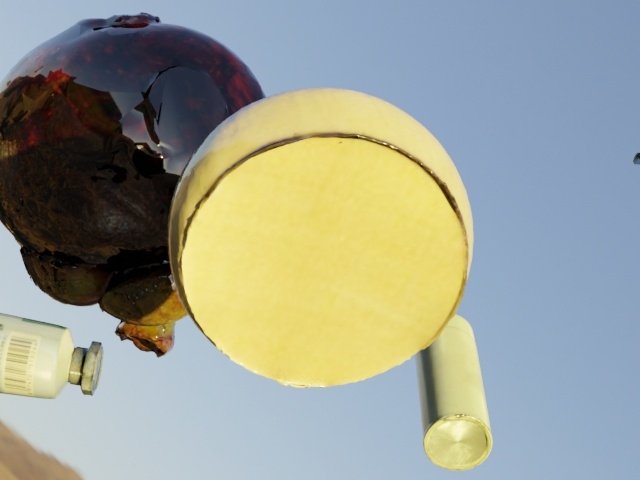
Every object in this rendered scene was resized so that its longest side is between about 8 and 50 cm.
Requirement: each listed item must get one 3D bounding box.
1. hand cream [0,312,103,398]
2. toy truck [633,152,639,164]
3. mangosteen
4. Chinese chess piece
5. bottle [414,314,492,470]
[{"bbox_3d":[-0.311,0.079,1.049,0.271,0.091,0.058,9,11,-1],"label":"hand cream"},{"bbox_3d":[0.351,-0.088,1.323,0.056,0.073,0.090,55,-20,19],"label":"toy truck"},{"bbox_3d":[-0.225,-0.086,1.676,0.421,0.381,0.381,62,-16,11],"label":"mangosteen"},{"bbox_3d":[0.000,0.000,1.062,0.250,0.249,0.103,54,11,-24],"label":"Chinese chess piece"},{"bbox_3d":[0.140,0.158,1.410,0.072,0.072,0.201,53,17,-23],"label":"bottle"}]
